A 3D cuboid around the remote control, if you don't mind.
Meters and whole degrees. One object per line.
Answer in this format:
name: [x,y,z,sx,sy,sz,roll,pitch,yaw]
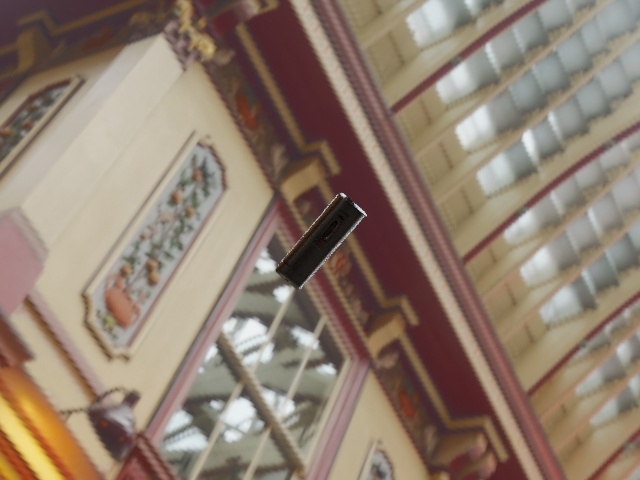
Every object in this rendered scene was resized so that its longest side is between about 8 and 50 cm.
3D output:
remote control: [0.000,0.000,1.077,0.034,0.091,0.016,41,-9,-2]
